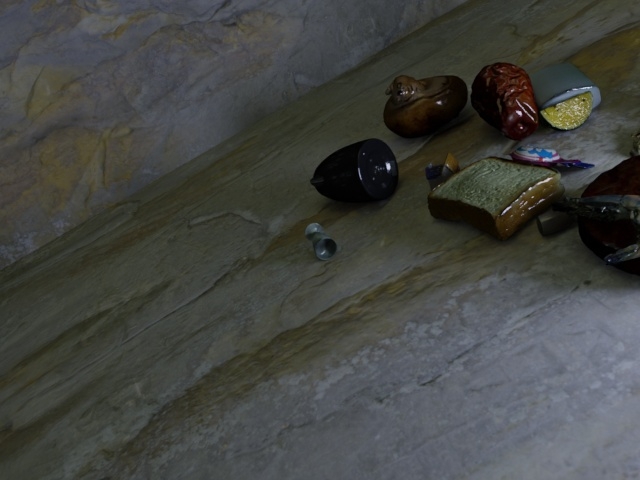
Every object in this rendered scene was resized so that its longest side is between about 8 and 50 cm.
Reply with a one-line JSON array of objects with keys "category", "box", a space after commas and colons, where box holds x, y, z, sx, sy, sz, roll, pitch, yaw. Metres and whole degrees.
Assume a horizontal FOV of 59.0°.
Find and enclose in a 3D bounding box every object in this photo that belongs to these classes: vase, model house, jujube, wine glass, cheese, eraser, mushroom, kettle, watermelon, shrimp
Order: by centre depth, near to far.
[{"category": "shrimp", "box": [0.592, -0.029, 1.194, 0.261, 0.051, 0.198, 11, 49, 43]}, {"category": "vase", "box": [0.593, -0.051, 1.401, 0.100, 0.053, 0.053, -18, 29, 8]}, {"category": "cheese", "box": [0.655, -0.235, 1.626, 0.155, 0.062, 0.244, -15, 25, -43]}, {"category": "watermelon", "box": [0.783, -0.388, 1.774, 0.181, 0.092, 0.075, -21, 41, -7]}, {"category": "wine glass", "box": [0.000, 0.000, 1.800, 0.073, 0.073, 0.155, -28, 25, -3]}, {"category": "model house", "box": [0.391, -0.218, 1.801, 0.100, 0.100, 0.088, -10, 32, 29]}, {"category": "jujube", "box": [0.625, -0.466, 1.898, 0.216, 0.216, 0.342, -18, 37, 16]}, {"category": "eraser", "box": [0.815, -0.511, 1.934, 0.189, 0.104, 0.290, -21, 28, 18]}, {"category": "kettle", "box": [0.120, -0.228, 1.988, 0.268, 0.208, 0.290, -12, 3, -43]}, {"category": "mushroom", "box": [0.400, -0.557, 2.193, 0.345, 0.260, 0.345, -20, 29, 12]}]

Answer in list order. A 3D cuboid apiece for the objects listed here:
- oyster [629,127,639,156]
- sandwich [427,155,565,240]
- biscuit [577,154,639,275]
[{"category": "oyster", "box": [0.894, -0.279, 1.536, 0.108, 0.053, 0.166, -18, 35, 37]}, {"category": "sandwich", "box": [0.485, -0.129, 1.578, 0.271, 0.099, 0.301, -29, 26, -18]}, {"category": "biscuit", "box": [0.778, -0.062, 1.228, 0.407, 0.091, 0.407, -20, 32, 13]}]
